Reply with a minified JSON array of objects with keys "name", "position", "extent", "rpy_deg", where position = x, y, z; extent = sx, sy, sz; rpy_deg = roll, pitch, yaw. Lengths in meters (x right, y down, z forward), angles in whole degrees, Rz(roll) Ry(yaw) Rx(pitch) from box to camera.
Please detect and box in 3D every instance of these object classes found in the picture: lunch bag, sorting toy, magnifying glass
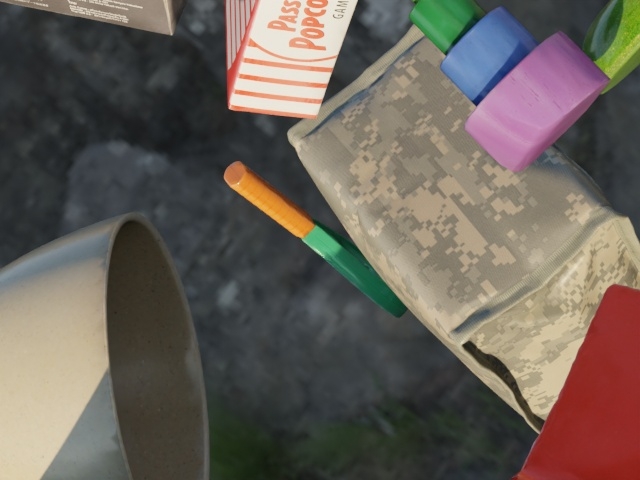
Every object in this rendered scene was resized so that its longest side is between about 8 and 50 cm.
[{"name":"lunch bag","position":[0.139,0.008,1.335],"extent":[0.169,0.287,0.235],"rpy_deg":[-39,57,2]},{"name":"sorting toy","position":[0.164,-0.174,0.922],"extent":[0.365,0.126,0.127],"rpy_deg":[-39,-8,-36]},{"name":"magnifying glass","position":[0.000,0.000,1.550],"extent":[0.026,0.231,0.092],"rpy_deg":[-46,37,5]}]

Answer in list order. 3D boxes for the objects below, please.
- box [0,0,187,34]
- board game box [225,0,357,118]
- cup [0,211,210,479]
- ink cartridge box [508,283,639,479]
[{"name":"box","position":[-0.194,-0.262,1.042],"extent":[0.307,0.076,0.242],"rpy_deg":[13,61,13]},{"name":"board game box","position":[-0.009,-0.176,0.799],"extent":[0.147,0.045,0.193],"rpy_deg":[112,160,-51]},{"name":"cup","position":[-0.266,0.153,1.721],"extent":[0.237,0.331,0.331],"rpy_deg":[-9,44,9]},{"name":"ink cartridge box","position":[0.193,0.183,0.805],"extent":[0.308,0.091,0.385],"rpy_deg":[15,59,28]}]
